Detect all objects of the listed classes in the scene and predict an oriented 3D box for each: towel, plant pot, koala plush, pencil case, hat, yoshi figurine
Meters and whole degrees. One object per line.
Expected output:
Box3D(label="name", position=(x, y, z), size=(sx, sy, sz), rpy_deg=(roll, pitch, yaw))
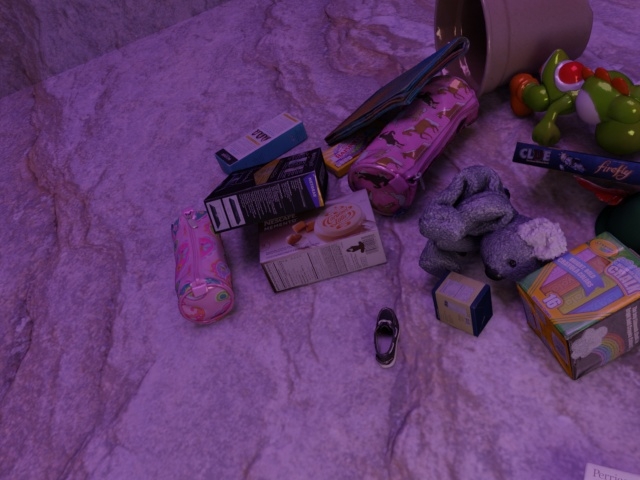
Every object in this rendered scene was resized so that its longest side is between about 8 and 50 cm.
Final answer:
Box3D(label="towel", position=(0.182, -0.367, 1.421), size=(0.271, 0.040, 0.370), rpy_deg=(-45, 13, -25))
Box3D(label="plant pot", position=(0.494, -0.540, 1.432), size=(0.305, 0.334, 0.334), rpy_deg=(-12, 41, -6))
Box3D(label="koala plush", position=(0.312, -0.009, 0.975), size=(0.221, 0.196, 0.203), rpy_deg=(32, 71, 26))
Box3D(label="pencil case", position=(0.223, -0.228, 1.298), size=(0.167, 0.160, 0.386), rpy_deg=(31, 58, 13))
Box3D(label="pencil case", position=(-0.263, 0.047, 1.229), size=(0.124, 0.124, 0.284), rpy_deg=(-21, 42, 0))
Box3D(label="hat", position=(0.568, -0.077, 0.970), size=(0.173, 0.184, 0.208), rpy_deg=(26, 59, 40))
Box3D(label="yoshi figurine", position=(0.586, -0.284, 1.239), size=(0.202, 0.204, 0.362), rpy_deg=(14, 19, -21))

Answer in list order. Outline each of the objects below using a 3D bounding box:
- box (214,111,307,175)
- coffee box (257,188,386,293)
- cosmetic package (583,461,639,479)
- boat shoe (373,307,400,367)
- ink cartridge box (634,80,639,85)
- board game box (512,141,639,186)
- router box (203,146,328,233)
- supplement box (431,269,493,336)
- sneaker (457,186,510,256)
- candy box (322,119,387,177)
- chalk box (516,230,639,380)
Box3D(label="box", position=(-0.164, -0.263, 1.566), size=(0.244, 0.060, 0.100), rpy_deg=(-35, 42, -15))
Box3D(label="coffee box", position=(0.000, 0.000, 1.185), size=(0.246, 0.098, 0.141), rpy_deg=(-16, 41, 6))
Box3D(label="cosmetic package", position=(0.347, 0.387, 0.639), size=(0.117, 0.086, 0.231), rpy_deg=(6, 49, 27))
Box3D(label="boat shoe", position=(0.116, 0.165, 1.006), size=(0.046, 0.038, 0.125), rpy_deg=(-4, 44, 18))
Box3D(label="ink cartridge box", position=(0.768, -0.324, 1.249), size=(0.104, 0.060, 0.180), rpy_deg=(-30, 42, -10))
Box3D(label="board game box", position=(0.521, -0.143, 1.082), size=(0.165, 0.042, 0.243), rpy_deg=(0, 16, -43))
Box3D(label="router box", position=(-0.110, -0.123, 1.292), size=(0.242, 0.081, 0.309), rpy_deg=(-14, 17, 8))
Box3D(label="supplement box", position=(0.247, 0.109, 0.978), size=(0.083, 0.083, 0.056), rpy_deg=(22, 56, 37))
Box3D(label="sneaker", position=(0.320, -0.034, 1.127), size=(0.188, 0.067, 0.078), rpy_deg=(-42, 57, -19))
Box3D(label="candy box", position=(0.098, -0.242, 1.461), size=(0.205, 0.027, 0.105), rpy_deg=(-34, 39, -15))
Box3D(label="chalk box", position=(0.437, 0.088, 0.867), size=(0.213, 0.132, 0.132), rpy_deg=(-30, 41, 1))
